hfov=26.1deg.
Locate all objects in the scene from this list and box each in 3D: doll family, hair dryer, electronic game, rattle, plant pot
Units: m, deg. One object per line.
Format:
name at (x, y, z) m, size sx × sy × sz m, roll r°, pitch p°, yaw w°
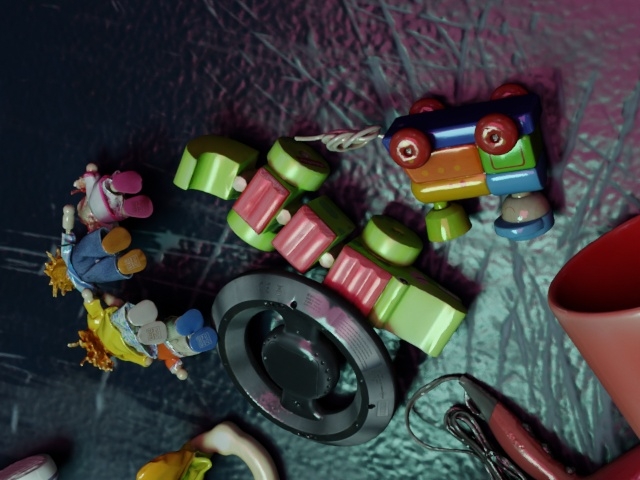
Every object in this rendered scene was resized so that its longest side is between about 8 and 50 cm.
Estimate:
doll family at (-0.236, 0.050, 1.513) m, size 0.163 × 0.118 × 0.262 m, roll -19°, pitch 96°, yaw 57°
hair dryer at (0.234, 0.245, 1.423) m, size 0.294 × 0.080 × 0.223 m, roll -10°, pitch 98°, yaw 22°
electronic game at (-0.020, 0.127, 1.470) m, size 0.229 × 0.048 × 0.229 m, roll 21°, pitch 134°, yaw 23°
rattle at (-0.097, 0.308, 1.531) m, size 0.130 × 0.143 × 0.199 m, roll -30°, pitch 85°, yaw 5°
plant pot at (0.378, 0.103, 1.255) m, size 0.275 × 0.275 × 0.243 m, roll -21°, pitch 105°, yaw 23°

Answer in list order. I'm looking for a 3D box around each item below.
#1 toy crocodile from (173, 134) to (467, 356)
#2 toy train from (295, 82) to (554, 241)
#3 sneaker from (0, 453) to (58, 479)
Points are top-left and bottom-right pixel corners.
toy crocodile at (0.000, 0.000, 1.438) m, size 0.340 × 0.105 × 0.115 m, roll 39°, pitch 112°, yaw 7°
toy train at (0.109, -0.062, 1.395) m, size 0.248 × 0.105 × 0.143 m, roll -8°, pitch 112°, yaw 22°
sneaker at (-0.379, 0.371, 1.674) m, size 0.282 × 0.102 × 0.161 m, roll -36°, pitch 92°, yaw 34°
